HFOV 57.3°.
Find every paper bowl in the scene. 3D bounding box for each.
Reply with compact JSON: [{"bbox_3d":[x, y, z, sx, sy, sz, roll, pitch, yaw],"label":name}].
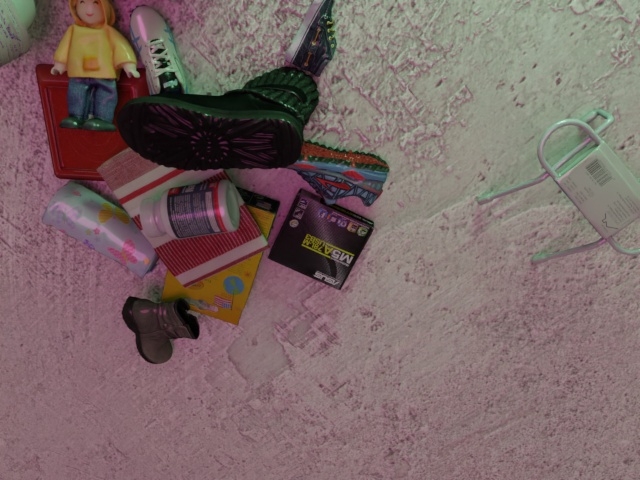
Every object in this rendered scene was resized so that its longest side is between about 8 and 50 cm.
[{"bbox_3d":[-0.644,-0.467,1.072,0.148,0.284,0.284,-42,112,-24],"label":"paper bowl"}]

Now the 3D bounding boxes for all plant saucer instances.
[{"bbox_3d":[-0.482,-0.242,1.269,0.258,0.047,0.259,4,117,4],"label":"plant saucer"}]

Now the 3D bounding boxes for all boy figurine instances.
[{"bbox_3d":[-0.441,-0.358,1.152,0.177,0.092,0.285,10,102,5],"label":"boy figurine"}]

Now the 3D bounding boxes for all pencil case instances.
[{"bbox_3d":[-0.491,-0.021,1.340,0.273,0.113,0.124,31,123,-9],"label":"pencil case"}]

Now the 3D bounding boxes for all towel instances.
[{"bbox_3d":[-0.286,-0.073,1.252,0.237,0.037,0.329,-24,112,15],"label":"towel"}]

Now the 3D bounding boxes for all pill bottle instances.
[{"bbox_3d":[-0.263,-0.058,1.178,0.180,0.108,0.108,-8,115,6],"label":"pill bottle"}]

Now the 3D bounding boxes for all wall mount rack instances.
[{"bbox_3d":[0.522,-0.088,1.214,0.304,0.130,0.350,-41,106,18],"label":"wall mount rack"}]

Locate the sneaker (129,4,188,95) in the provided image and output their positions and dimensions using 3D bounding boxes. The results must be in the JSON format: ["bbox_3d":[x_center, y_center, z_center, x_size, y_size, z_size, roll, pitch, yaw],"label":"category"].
[{"bbox_3d":[-0.314,-0.347,1.171,0.085,0.086,0.237,-25,123,-23],"label":"sneaker"}]

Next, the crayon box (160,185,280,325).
[{"bbox_3d":[-0.238,0.026,1.357,0.202,0.081,0.318,20,115,-4],"label":"crayon box"}]

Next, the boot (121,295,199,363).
[{"bbox_3d":[-0.367,0.229,1.423,0.161,0.083,0.246,3,137,14],"label":"boot"}]

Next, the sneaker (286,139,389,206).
[{"bbox_3d":[0.008,-0.131,1.247,0.262,0.104,0.125,12,118,0],"label":"sneaker"}]

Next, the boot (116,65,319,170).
[{"bbox_3d":[-0.181,-0.245,1.122,0.348,0.260,0.131,7,128,-1],"label":"boot"}]

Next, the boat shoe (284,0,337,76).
[{"bbox_3d":[0.006,-0.412,1.136,0.083,0.065,0.183,27,121,-11],"label":"boat shoe"}]

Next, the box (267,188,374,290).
[{"bbox_3d":[0.000,0.000,1.343,0.191,0.045,0.184,25,113,-6],"label":"box"}]
